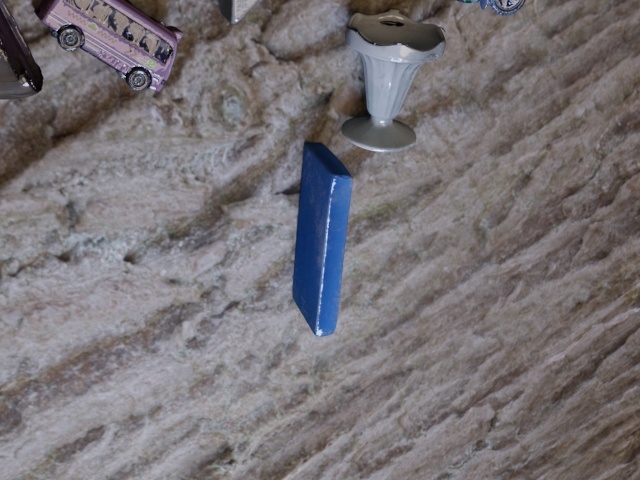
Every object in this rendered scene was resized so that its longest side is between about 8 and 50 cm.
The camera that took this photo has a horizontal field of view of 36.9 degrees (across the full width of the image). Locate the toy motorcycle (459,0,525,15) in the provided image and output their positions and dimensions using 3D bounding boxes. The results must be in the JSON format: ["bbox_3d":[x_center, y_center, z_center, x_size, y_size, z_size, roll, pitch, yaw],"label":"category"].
[{"bbox_3d":[0.249,-0.473,1.537,0.135,0.092,0.255,-21,115,-3],"label":"toy motorcycle"}]

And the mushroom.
[{"bbox_3d":[-0.458,-0.266,1.292,0.117,0.141,0.188,-20,124,13],"label":"mushroom"}]

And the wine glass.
[{"bbox_3d":[0.107,-0.259,1.555,0.164,0.165,0.197,-6,127,-23],"label":"wine glass"}]

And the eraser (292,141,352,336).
[{"bbox_3d":[0.000,0.000,1.645,0.042,0.144,0.312,-5,119,-20],"label":"eraser"}]

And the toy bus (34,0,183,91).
[{"bbox_3d":[-0.300,-0.300,1.369,0.198,0.096,0.108,29,98,-31],"label":"toy bus"}]

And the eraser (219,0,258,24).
[{"bbox_3d":[-0.034,-0.469,1.403,0.352,0.089,0.061,-46,122,5],"label":"eraser"}]
